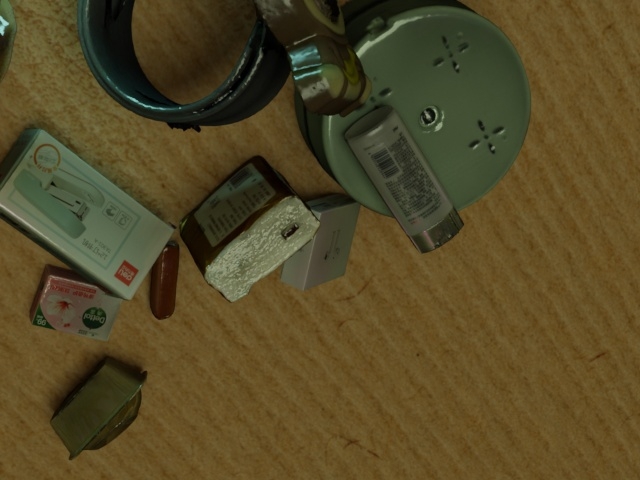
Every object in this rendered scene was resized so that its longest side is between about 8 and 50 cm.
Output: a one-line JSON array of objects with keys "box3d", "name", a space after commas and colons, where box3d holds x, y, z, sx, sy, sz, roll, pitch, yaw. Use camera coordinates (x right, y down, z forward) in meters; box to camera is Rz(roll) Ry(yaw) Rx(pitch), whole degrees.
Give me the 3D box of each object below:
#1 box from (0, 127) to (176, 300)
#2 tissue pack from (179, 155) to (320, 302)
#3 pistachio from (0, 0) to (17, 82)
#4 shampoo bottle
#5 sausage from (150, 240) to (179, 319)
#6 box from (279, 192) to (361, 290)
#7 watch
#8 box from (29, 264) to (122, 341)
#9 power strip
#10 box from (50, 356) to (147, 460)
[{"box3d": [-0.353, -0.037, 1.836, 0.269, 0.079, 0.135, 40, 72, -27], "name": "box"}, {"box3d": [-0.112, -0.022, 1.859, 0.183, 0.226, 0.092, -44, 117, 1], "name": "tissue pack"}, {"box3d": [-0.547, -0.240, 1.634, 0.321, 0.229, 0.238, -41, 85, -9], "name": "pistachio"}, {"box3d": [0.125, -0.087, 1.828, 0.086, 0.056, 0.227, -34, 119, 2], "name": "shampoo bottle"}, {"box3d": [-0.245, 0.063, 1.956, 0.041, 0.039, 0.131, -3, 113, -25], "name": "sausage"}, {"box3d": [0.000, 0.000, 1.968, 0.130, 0.051, 0.129, -17, 124, -57], "name": "box"}, {"box3d": [-0.145, -0.280, 1.684, 0.327, 0.314, 0.335, -22, 89, 17], "name": "watch"}, {"box3d": [-0.374, 0.097, 1.923, 0.125, 0.043, 0.089, 15, 106, -23], "name": "box"}, {"box3d": [0.142, -0.200, 1.910, 0.357, 0.161, 0.357, -7, 114, -16], "name": "power strip"}, {"box3d": [-0.345, 0.265, 1.972, 0.177, 0.111, 0.111, -45, 118, 4], "name": "box"}]
